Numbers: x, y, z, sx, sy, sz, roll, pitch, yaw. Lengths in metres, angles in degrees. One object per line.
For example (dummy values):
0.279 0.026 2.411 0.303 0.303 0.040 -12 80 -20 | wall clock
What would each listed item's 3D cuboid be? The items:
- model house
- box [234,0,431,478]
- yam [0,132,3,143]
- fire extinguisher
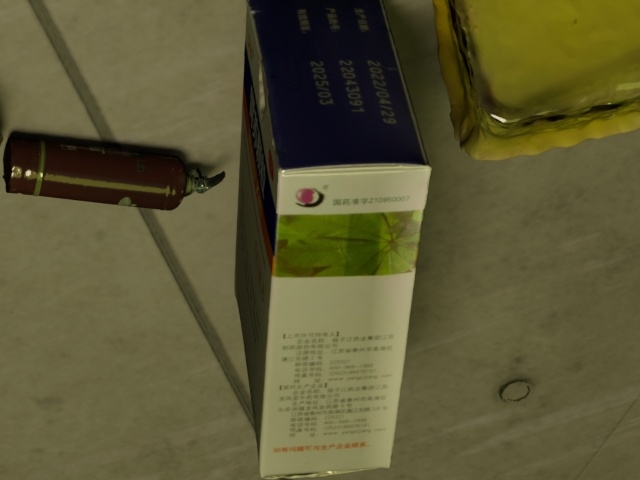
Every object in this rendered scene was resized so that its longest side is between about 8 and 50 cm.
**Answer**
0.176 -0.156 1.315 0.193 0.175 0.234 -15 176 -1 | model house
0.000 0.000 1.387 0.106 0.200 0.299 -3 132 -7 | box
-0.360 -0.056 1.291 0.304 0.168 0.168 24 123 -27 | yam
-0.155 -0.047 1.419 0.158 0.043 0.064 7 159 -17 | fire extinguisher
